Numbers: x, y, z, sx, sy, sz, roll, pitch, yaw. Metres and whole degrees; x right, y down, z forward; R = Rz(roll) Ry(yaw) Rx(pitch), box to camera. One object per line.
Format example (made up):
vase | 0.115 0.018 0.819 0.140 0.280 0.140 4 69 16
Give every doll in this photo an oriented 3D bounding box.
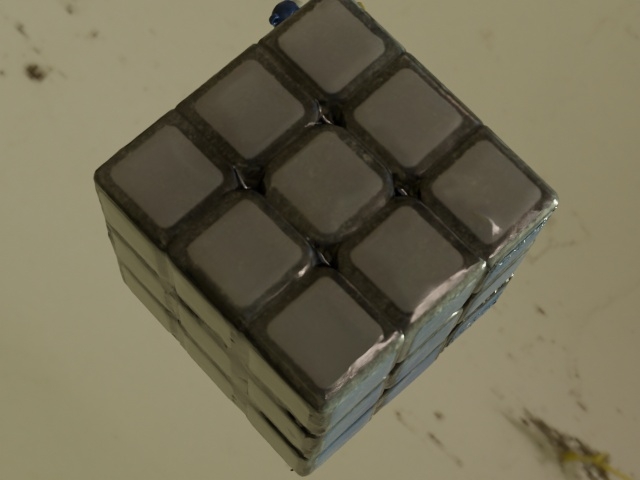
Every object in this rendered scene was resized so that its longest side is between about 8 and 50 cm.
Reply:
doll | -0.008 -0.263 1.514 0.058 0.143 0.099 55 -50 23

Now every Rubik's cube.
Rubik's cube | 0.000 0.000 1.238 0.305 0.304 0.301 -42 167 -18
